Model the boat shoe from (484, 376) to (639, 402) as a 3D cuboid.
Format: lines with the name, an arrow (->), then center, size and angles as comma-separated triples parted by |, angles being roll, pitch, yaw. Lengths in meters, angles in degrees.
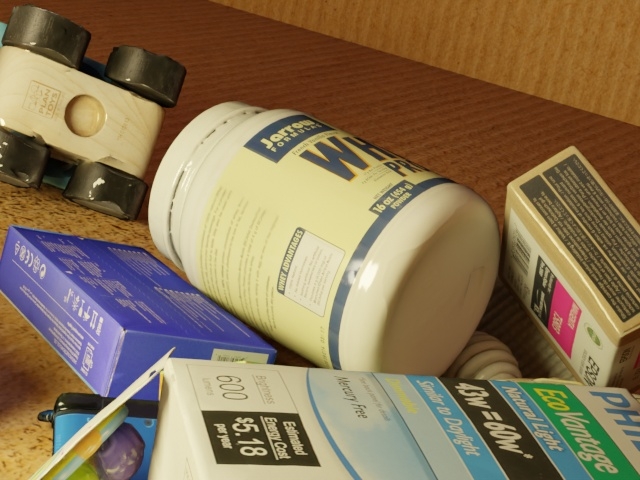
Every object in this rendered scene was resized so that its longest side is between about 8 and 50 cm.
boat shoe -> 0.248, 0.184, 1.354 | 0.302, 0.113, 0.103 | 11, 17, -13

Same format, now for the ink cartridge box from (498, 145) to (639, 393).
ink cartridge box -> 0.270, 0.044, 1.384 | 0.088, 0.234, 0.193 | -29, 66, -9

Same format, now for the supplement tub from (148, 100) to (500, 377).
supplement tub -> 0.000, 0.000, 1.445 | 0.325, 0.235, 0.235 | 28, 24, 32

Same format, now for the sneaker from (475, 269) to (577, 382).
sneaker -> 0.233, 0.079, 1.625 | 0.366, 0.135, 0.150 | 24, 25, 31

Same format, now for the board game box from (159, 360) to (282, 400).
board game box -> -0.005, 0.143, 1.238 | 0.259, 0.039, 0.124 | 10, -15, -40

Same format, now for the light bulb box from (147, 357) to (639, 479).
light bulb box -> 0.084, 0.256, 0.859 | 0.361, 0.225, 0.358 | 5, 20, -16

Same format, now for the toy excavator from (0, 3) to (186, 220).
toy excavator -> -0.465, -0.191, 1.898 | 0.433, 0.222, 0.445 | 20, -8, -29

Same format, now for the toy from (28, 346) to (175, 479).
toy -> -0.185, 0.181, 0.974 | 0.056, 0.237, 0.137 | 50, 3, -4

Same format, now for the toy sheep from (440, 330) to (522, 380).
toy sheep -> 0.172, 0.145, 1.476 | 0.091, 0.091, 0.132 | 0, 35, -30

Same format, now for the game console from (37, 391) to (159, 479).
game console -> -0.092, 0.223, 1.171 | 0.293, 0.173, 0.250 | 6, 50, -15

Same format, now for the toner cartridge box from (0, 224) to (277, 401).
toner cartridge box -> -0.198, 0.076, 1.384 | 0.165, 0.075, 0.348 | 12, 10, -32
